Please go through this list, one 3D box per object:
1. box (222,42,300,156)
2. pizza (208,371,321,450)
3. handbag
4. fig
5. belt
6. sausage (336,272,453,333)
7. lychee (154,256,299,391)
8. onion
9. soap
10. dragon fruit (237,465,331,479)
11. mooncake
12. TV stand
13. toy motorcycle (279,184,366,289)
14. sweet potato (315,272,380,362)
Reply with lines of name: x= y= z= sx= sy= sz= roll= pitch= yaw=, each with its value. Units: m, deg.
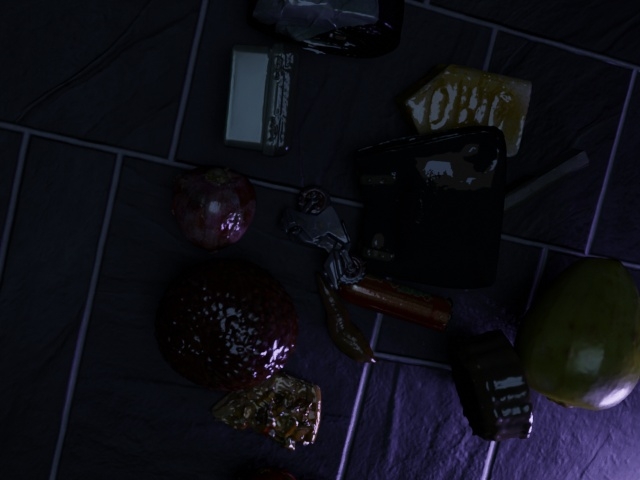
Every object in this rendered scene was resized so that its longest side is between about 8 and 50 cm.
box: x=-0.110 y=-0.261 z=1.579 sx=0.129 sy=0.148 sz=0.210 roll=6 pitch=95 yaw=-6
pizza: x=-0.096 y=0.335 z=1.711 sx=0.226 sy=0.069 sz=0.147 roll=23 pitch=95 yaw=-16
handbag: x=0.207 y=-0.060 z=1.675 sx=0.288 sy=0.152 sz=0.342 roll=0 pitch=113 yaw=0
fig: x=0.545 y=0.185 z=1.749 sx=0.258 sy=0.258 sz=0.326 roll=29 pitch=78 yaw=-16
belt: x=0.010 y=-0.417 z=1.549 sx=0.289 sy=0.184 sz=0.164 roll=9 pitch=79 yaw=-14
sausage: x=0.140 y=0.119 z=1.729 sx=0.264 sy=0.083 sz=0.083 roll=18 pitch=94 yaw=-15
lychee: x=-0.173 y=0.154 z=1.581 sx=0.260 sy=0.260 sz=0.260 roll=-2 pitch=99 yaw=-13
onion: x=-0.200 y=-0.045 z=1.598 sx=0.159 sy=0.159 sz=0.195 roll=-3 pitch=129 yaw=-13
soap: x=0.279 y=-0.264 z=1.702 sx=0.257 sy=0.080 sz=0.160 roll=8 pitch=97 yaw=-15
dragon fruit: x=-0.075 y=0.514 z=1.722 sx=0.246 sy=0.125 sz=0.125 roll=-2 pitch=132 yaw=-27
mooncake: x=0.345 y=0.300 z=1.734 sx=0.124 sy=0.228 sz=0.228 roll=-12 pitch=101 yaw=-3
TV stand: x=0.441 y=-0.115 z=1.780 sx=0.256 sy=0.049 sz=0.040 roll=-31 pitch=105 yaw=-8
toy motorcycle: x=0.000 y=0.000 z=1.663 sx=0.122 sy=0.080 sz=0.215 roll=-27 pitch=86 yaw=-9
sweet potato: x=0.037 y=0.170 z=1.722 sx=0.068 sy=0.068 sz=0.226 roll=-33 pitch=96 yaw=-7
